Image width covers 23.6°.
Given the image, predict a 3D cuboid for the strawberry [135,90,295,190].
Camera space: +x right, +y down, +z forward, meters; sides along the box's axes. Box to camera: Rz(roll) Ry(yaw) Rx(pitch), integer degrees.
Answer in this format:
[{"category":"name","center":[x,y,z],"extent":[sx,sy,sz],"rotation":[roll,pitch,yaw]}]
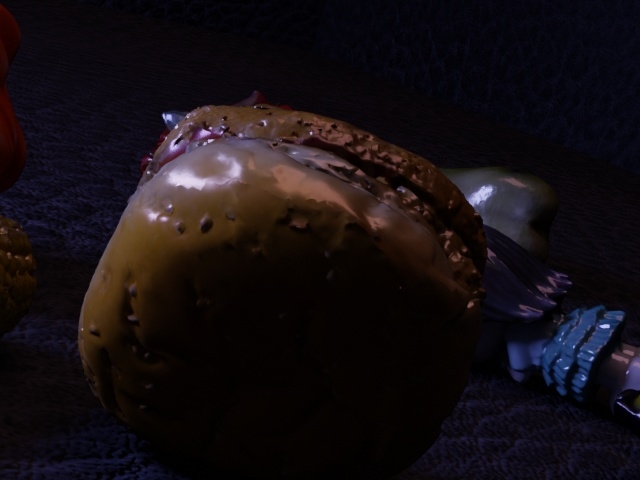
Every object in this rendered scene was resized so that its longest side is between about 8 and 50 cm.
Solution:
[{"category":"strawberry","center":[-0.049,-0.022,1.296],"extent":[0.201,0.187,0.184],"rotation":[40,35,-43]}]

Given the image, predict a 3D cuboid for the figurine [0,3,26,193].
[{"category":"figurine","center":[-0.383,-0.086,1.025],"extent":[0.306,0.241,0.412],"rotation":[9,20,11]}]

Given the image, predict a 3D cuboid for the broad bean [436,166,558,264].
[{"category":"broad bean","center":[0.160,-0.042,1.780],"extent":[0.263,0.121,0.189],"rotation":[21,8,34]}]

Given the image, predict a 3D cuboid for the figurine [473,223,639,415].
[{"category":"figurine","center":[0.174,0.070,1.284],"extent":[0.245,0.110,0.138],"rotation":[28,17,16]}]

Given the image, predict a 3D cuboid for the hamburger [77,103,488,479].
[{"category":"hamburger","center":[-0.021,0.039,0.879],"extent":[0.244,0.244,0.163],"rotation":[16,32,-2]}]

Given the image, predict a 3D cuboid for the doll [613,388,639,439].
[{"category":"doll","center":[0.280,0.143,1.116],"extent":[0.127,0.088,0.248],"rotation":[1,-3,24]}]

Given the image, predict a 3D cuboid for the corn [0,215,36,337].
[{"category":"corn","center":[-0.251,0.032,0.872],"extent":[0.106,0.106,0.293],"rotation":[18,11,11]}]
